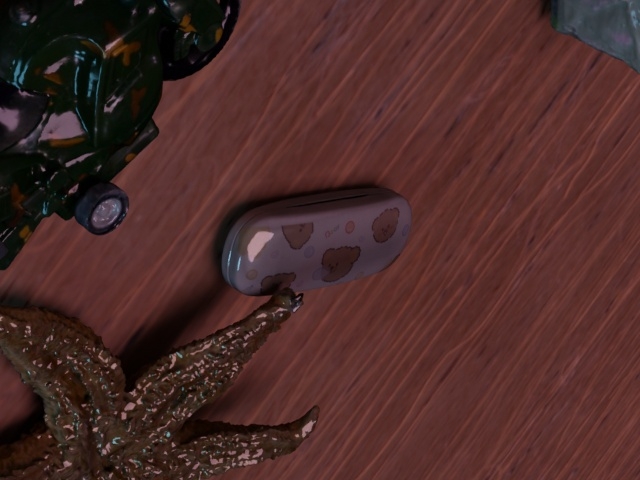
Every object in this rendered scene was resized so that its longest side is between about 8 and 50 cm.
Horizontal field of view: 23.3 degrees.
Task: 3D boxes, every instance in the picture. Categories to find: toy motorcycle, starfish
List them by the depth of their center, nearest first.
[{"bbox_3d":[-0.155,-0.081,0.818,0.275,0.124,0.187,-46,149,-11],"label":"toy motorcycle"},{"bbox_3d":[-0.133,0.122,1.024,0.302,0.060,0.299,-21,124,-27],"label":"starfish"}]

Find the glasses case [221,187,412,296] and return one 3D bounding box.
[{"bbox_3d":[0.000,0.000,1.087,0.164,0.041,0.063,-9,122,-41],"label":"glasses case"}]

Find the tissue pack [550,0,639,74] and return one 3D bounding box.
[{"bbox_3d":[0.315,-0.283,1.142,0.310,0.128,0.228,-27,135,-30],"label":"tissue pack"}]
